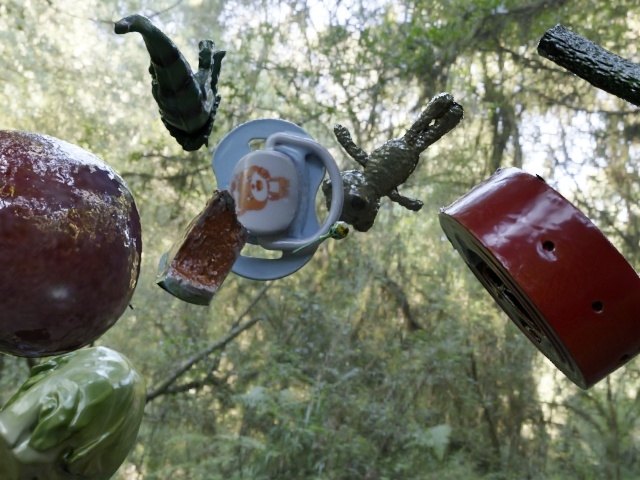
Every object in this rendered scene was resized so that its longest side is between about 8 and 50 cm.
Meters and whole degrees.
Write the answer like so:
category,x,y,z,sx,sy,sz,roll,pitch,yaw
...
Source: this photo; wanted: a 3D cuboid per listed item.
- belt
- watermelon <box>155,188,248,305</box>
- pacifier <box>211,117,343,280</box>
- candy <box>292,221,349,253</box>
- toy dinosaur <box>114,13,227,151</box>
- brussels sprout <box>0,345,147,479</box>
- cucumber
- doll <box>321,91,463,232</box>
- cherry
category,x,y,z,sx,sy,sz,roll,pitch,yaw
belt,0.262,0.029,0.835,0.227,0.115,0.324,54,1,-36
watermelon,-0.160,0.017,0.955,0.097,0.158,0.121,30,-17,-19
pacifier,-0.079,-0.064,1.196,0.227,0.279,0.207,5,-8,-4
candy,0.000,0.000,0.884,0.083,0.023,0.025,-28,0,20
toy dinosaur,-0.156,-0.191,0.775,0.079,0.120,0.292,4,-21,1
brussels sprout,-0.484,0.356,1.328,0.247,0.328,0.328,23,-5,22
cucumber,0.394,-0.248,0.978,0.187,0.058,0.058,43,10,34
doll,0.136,-0.134,1.241,0.285,0.203,0.091,-19,20,1
cherry,-0.296,0.001,0.713,0.285,0.213,0.236,40,3,-40
